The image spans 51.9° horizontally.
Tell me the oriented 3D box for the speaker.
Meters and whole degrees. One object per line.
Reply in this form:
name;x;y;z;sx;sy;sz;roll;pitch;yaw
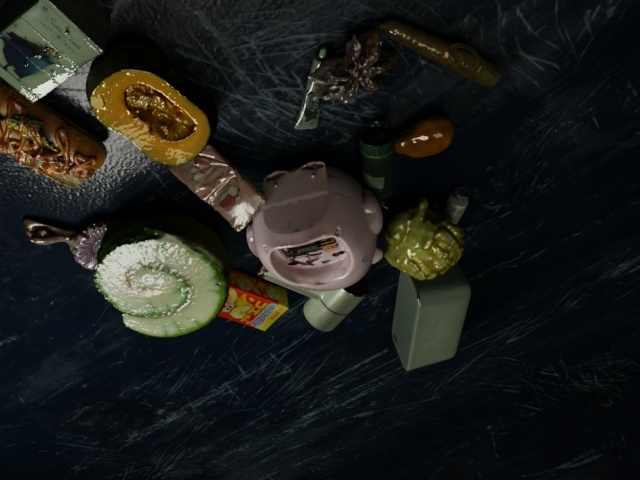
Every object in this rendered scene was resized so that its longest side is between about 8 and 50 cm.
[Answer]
speaker;0.359;0.246;2.172;0.184;0.183;0.406;-9;137;-9

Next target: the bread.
bread;-0.436;0.101;1.810;0.366;0.129;0.381;19;122;-21

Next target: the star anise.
star anise;0.084;-0.387;1.516;0.212;0.073;0.197;-40;150;18

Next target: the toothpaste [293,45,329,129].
toothpaste;-0.015;-0.358;1.567;0.060;0.038;0.233;-1;138;-17

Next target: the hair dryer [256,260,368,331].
hair dryer;-0.053;0.139;2.034;0.362;0.128;0.203;24;128;-21

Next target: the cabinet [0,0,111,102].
cabinet;-0.557;-0.411;1.323;0.206;0.150;0.145;-28;134;19

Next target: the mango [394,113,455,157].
mango;0.268;-0.267;1.687;0.159;0.084;0.105;-11;141;33

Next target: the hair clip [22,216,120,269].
hair clip;-0.656;0.001;1.792;0.301;0.069;0.173;11;131;-21

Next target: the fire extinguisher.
fire extinguisher;0.153;-0.182;1.736;0.118;0.093;0.294;28;153;24

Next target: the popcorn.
popcorn;0.293;0.001;1.871;0.195;0.256;0.254;-40;111;-26

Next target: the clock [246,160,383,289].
clock;0.000;0.000;1.768;0.369;0.250;0.376;-13;146;16

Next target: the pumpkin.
pumpkin;-0.387;-0.296;1.492;0.222;0.139;0.317;-35;135;19

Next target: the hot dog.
hot dog;-0.663;-0.238;1.507;0.158;0.117;0.349;-35;131;23

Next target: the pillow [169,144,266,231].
pillow;-0.257;-0.147;1.667;0.248;0.049;0.135;42;119;-5

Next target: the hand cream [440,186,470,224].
hand cream;0.369;-0.051;1.955;0.095;0.059;0.276;6;140;-13

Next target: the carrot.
carrot;0.282;-0.439;1.522;0.343;0.070;0.070;17;130;-24

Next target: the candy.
candy;-0.251;0.178;2.044;0.276;0.088;0.146;25;125;-32
